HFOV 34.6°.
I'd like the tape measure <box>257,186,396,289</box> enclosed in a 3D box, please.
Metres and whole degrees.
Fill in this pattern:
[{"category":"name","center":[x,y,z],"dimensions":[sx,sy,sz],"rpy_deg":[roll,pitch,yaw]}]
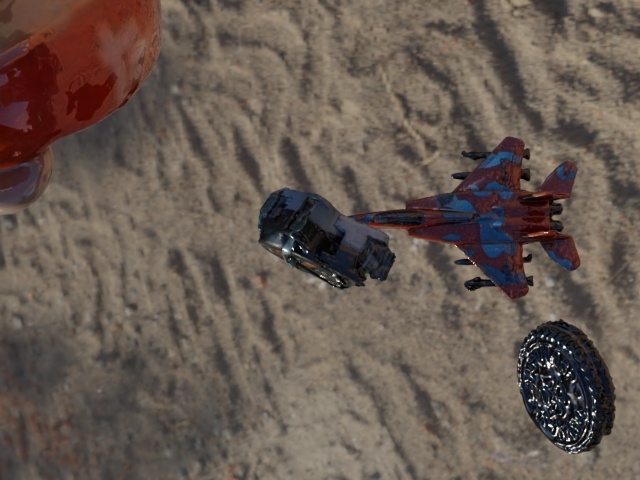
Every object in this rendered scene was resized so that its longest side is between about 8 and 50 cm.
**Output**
[{"category":"tape measure","center":[-0.001,0.000,0.730],"dimensions":[0.054,0.091,0.094],"rpy_deg":[-63,16,-8]}]

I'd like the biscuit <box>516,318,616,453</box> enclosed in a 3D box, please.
[{"category":"biscuit","center":[0.345,0.208,1.460],"dimensions":[0.194,0.053,0.194],"rpy_deg":[43,140,52]}]

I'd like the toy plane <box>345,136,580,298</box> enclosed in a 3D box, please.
[{"category":"toy plane","center":[0.110,-0.017,0.826],"dimensions":[0.189,0.061,0.130],"rpy_deg":[-2,86,15]}]

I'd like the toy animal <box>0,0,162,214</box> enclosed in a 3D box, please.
[{"category":"toy animal","center":[-0.154,-0.106,0.381],"dimensions":[0.198,0.171,0.171],"rpy_deg":[29,130,-14]}]
